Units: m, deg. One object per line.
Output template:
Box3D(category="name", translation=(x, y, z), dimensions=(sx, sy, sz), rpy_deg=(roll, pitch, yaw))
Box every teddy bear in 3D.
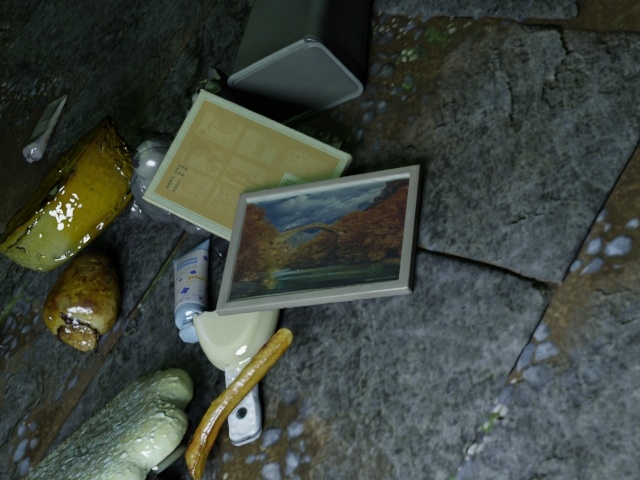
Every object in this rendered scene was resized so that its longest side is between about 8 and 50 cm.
Box3D(category="teddy bear", translation=(-0.177, -0.102, 1.741), dimensions=(0.251, 0.144, 0.171), rpy_deg=(-49, 50, 6))

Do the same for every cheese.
Box3D(category="cheese", translation=(-0.095, 0.137, 1.516), dimensions=(0.127, 0.050, 0.235), rpy_deg=(-24, 51, 19))

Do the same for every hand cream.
Box3D(category="hand cream", translation=(-0.171, 0.067, 1.665), dimensions=(0.065, 0.043, 0.170), rpy_deg=(-29, 36, 17))
Box3D(category="hand cream", translation=(-0.499, -0.202, 2.260), dimensions=(0.057, 0.037, 0.165), rpy_deg=(-22, 37, 33))

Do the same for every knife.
Box3D(category="knife", translation=(-0.051, -0.054, 1.668), dimensions=(0.230, 0.028, 0.060), rpy_deg=(-45, 48, 1))

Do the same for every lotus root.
Box3D(category="lotus root", translation=(-0.337, 0.069, 1.796), dimensions=(0.108, 0.094, 0.190), rpy_deg=(-4, 40, 3))

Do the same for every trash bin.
Box3D(category="trash bin", translation=(-0.022, -0.300, 1.775), dimensions=(0.164, 0.122, 0.240), rpy_deg=(-22, 42, 33))

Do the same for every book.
Box3D(category="book", translation=(-0.097, -0.081, 1.630), dimensions=(0.242, 0.018, 0.170), rpy_deg=(26, 84, 23))

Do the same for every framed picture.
Box3D(category="framed picture", translation=(0.000, 0.000, 1.511), dimensions=(0.250, 0.016, 0.184), rpy_deg=(-7, 53, 23))

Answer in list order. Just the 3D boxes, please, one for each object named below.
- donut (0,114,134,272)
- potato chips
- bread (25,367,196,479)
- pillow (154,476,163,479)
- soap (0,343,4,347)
Box3D(category="donut", translation=(-0.376, -0.058, 1.903), dimensions=(0.272, 0.107, 0.272), rpy_deg=(-42, 16, 16))
Box3D(category="potato chips", translation=(-0.097, 0.184, 1.449), dimensions=(0.037, 0.026, 0.204), rpy_deg=(34, 88, 32))
Box3D(category="bread", translation=(-0.253, 0.263, 1.471), dimensions=(0.286, 0.056, 0.207), rpy_deg=(-44, 22, -9))
Box3D(category="pillow", translation=(-0.273, 0.383, 1.466), dimensions=(0.173, 0.067, 0.270), rpy_deg=(14, 69, 57))
Box3D(category="soap", translation=(-0.629, 0.235, 1.941), dimensions=(0.218, 0.098, 0.273), rpy_deg=(19, 73, 52))
